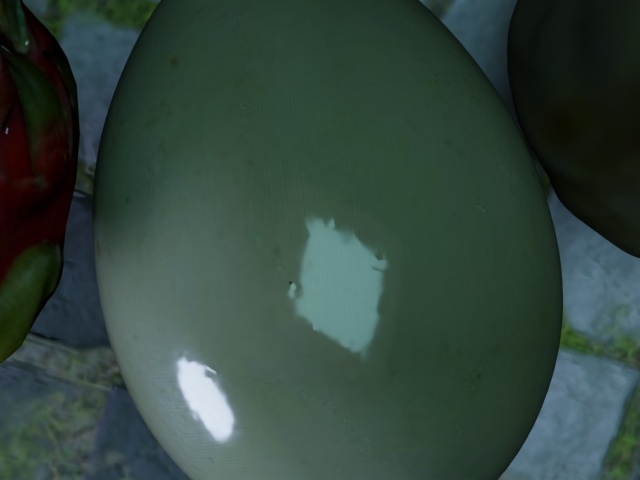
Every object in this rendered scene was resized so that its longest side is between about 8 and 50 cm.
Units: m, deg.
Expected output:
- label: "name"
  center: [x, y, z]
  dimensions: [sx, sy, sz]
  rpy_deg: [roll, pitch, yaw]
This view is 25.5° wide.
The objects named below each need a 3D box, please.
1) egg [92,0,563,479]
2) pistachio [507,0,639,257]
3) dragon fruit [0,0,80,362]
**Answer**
- label: "egg"
  center: [0.000, 0.000, 0.586]
  dimensions: [0.188, 0.188, 0.254]
  rpy_deg: [-14, 87, -5]
- label: "pistachio"
  center: [0.211, -0.097, 0.619]
  dimensions: [0.288, 0.166, 0.197]
  rpy_deg: [-29, 62, -17]
- label: "dragon fruit"
  center: [-0.231, -0.018, 0.533]
  dimensions: [0.302, 0.231, 0.237]
  rpy_deg: [-20, 100, 38]
